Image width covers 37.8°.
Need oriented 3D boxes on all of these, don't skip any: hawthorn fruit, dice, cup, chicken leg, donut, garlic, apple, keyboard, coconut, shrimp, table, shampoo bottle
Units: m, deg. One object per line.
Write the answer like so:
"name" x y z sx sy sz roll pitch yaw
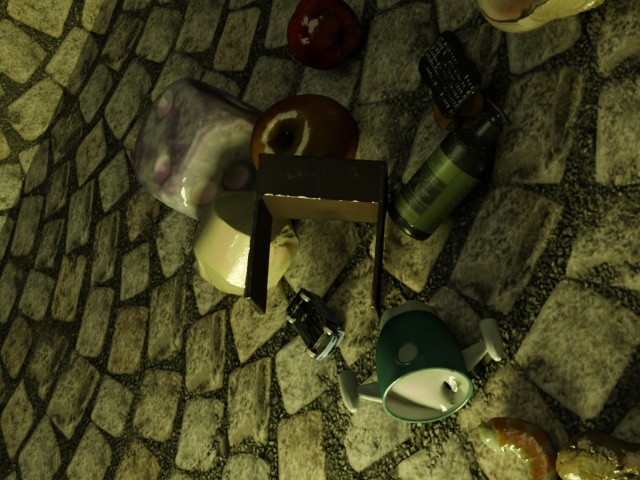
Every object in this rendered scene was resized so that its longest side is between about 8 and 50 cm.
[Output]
"hawthorn fruit" 0.000 -0.473 2.091 0.173 0.173 0.179 -43 48 29
"dice" -0.256 -0.203 2.181 0.270 0.270 0.271 41 107 48
"cup" 0.171 0.204 1.635 0.300 0.167 0.173 -22 45 11
"chicken leg" 0.435 0.317 1.361 0.198 0.069 0.085 -13 67 38
"donut" 0.266 -0.261 1.794 0.108 0.043 0.097 -28 55 42
"garlic" 0.376 -0.482 1.603 0.210 0.237 0.292 -15 57 -4
"apple" -0.031 -0.204 2.006 0.237 0.207 0.237 -4 82 30
"keyboard" 0.245 -0.323 1.804 0.106 0.016 0.262 -50 27 23
"coconut" -0.160 -0.003 2.037 0.241 0.241 0.241 -21 60 42
"shrimp" 0.311 0.370 1.501 0.161 0.049 0.166 8 89 48
"table" 0.000 0.000 1.793 0.251 0.196 0.282 3 76 4
"shampoo bottle" 0.244 -0.129 1.721 0.284 0.101 0.101 -50 44 22

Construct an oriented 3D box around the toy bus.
"toy bus" -0.005 0.173 1.903 0.073 0.076 0.167 -54 41 17
